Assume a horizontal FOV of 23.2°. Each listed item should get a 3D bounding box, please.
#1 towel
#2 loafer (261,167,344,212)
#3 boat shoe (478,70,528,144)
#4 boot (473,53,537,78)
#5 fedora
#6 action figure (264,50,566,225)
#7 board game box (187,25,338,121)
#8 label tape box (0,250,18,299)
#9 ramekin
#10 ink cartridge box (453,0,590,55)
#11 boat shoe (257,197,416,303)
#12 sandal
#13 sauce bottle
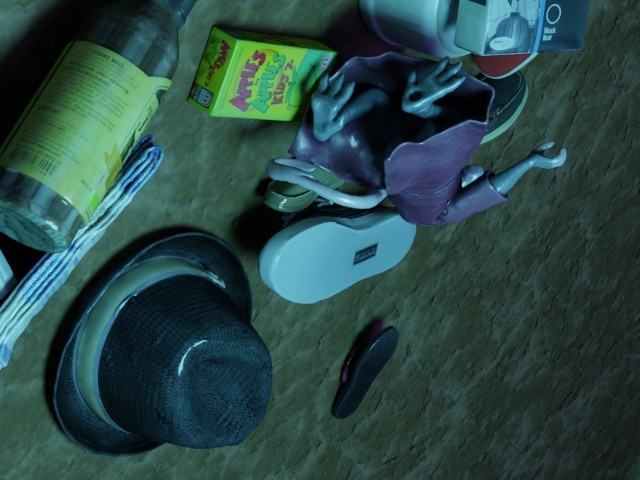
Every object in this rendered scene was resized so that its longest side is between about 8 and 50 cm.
[{"bbox_3d":[-0.261,0.020,1.624,0.285,0.034,0.209,-52,-177,-12],"label":"towel"},{"bbox_3d":[-0.020,-0.079,1.942,0.148,0.056,0.050,-34,141,-48],"label":"loafer"},{"bbox_3d":[0.199,-0.172,2.124,0.223,0.080,0.073,-38,148,-20],"label":"boat shoe"},{"bbox_3d":[0.263,-0.301,2.021,0.244,0.088,0.176,-51,171,28],"label":"boot"},{"bbox_3d":[-0.158,0.156,1.863,0.334,0.152,0.334,-32,140,-33],"label":"fedora"},{"bbox_3d":[0.129,-0.084,1.920,0.276,0.248,0.370,-58,157,-13],"label":"action figure"},{"bbox_3d":[-0.064,-0.189,1.797,0.181,0.043,0.092,-2,119,-52],"label":"board game box"},{"bbox_3d":[-0.463,0.053,1.420,0.333,0.106,0.241,-43,144,-21],"label":"label tape box"},{"bbox_3d":[0.154,-0.321,1.914,0.207,0.109,0.207,-33,140,-33],"label":"ramekin"},{"bbox_3d":[0.255,-0.385,1.823,0.165,0.065,0.333,-8,113,-33],"label":"ink cartridge box"},{"bbox_3d":[0.001,-0.004,1.983,0.306,0.105,0.113,-22,129,-51],"label":"boat shoe"},{"bbox_3d":[0.056,0.188,2.282,0.067,0.040,0.179,-8,138,-43],"label":"sandal"},{"bbox_3d":[-0.210,-0.152,1.535,0.344,0.111,0.111,-61,149,-19],"label":"sauce bottle"}]
